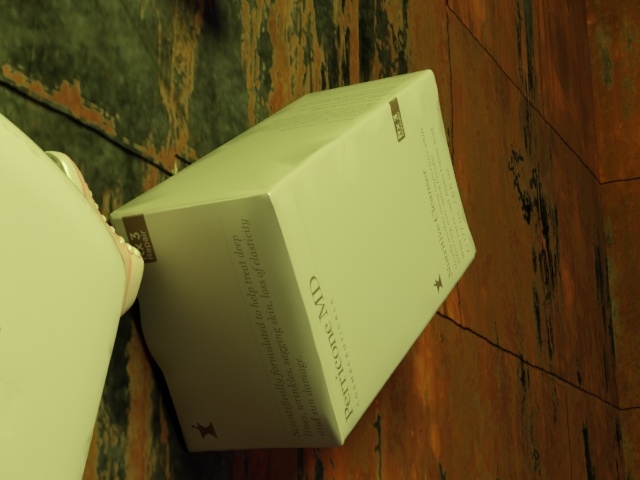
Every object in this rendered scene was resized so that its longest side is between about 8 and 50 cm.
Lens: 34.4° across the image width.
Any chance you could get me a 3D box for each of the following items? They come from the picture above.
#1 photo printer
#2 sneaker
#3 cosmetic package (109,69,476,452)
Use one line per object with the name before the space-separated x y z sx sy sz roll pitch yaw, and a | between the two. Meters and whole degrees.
photo printer | -0.223 0.059 0.538 0.256 0.107 0.308 46 43 -47
sneaker | -0.166 -0.001 0.730 0.070 0.051 0.134 -33 115 -62
cosmetic package | 0.000 0.000 0.929 0.385 0.156 0.217 -47 125 -58
